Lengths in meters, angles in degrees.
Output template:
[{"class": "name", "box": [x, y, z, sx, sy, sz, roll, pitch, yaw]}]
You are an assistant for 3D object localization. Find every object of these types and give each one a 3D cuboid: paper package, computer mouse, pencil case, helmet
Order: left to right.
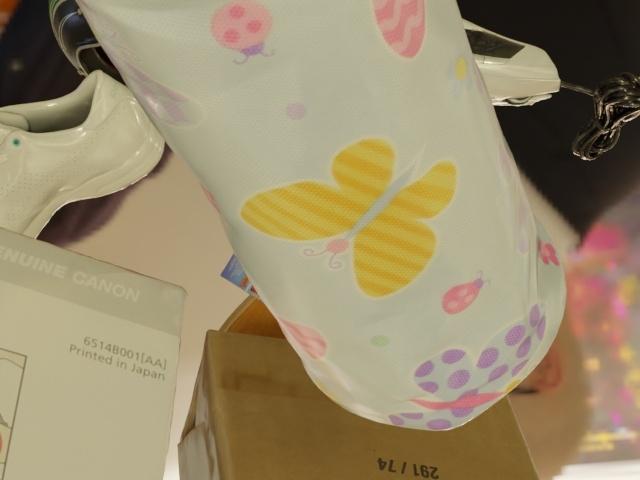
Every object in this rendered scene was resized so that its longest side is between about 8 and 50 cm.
[{"class": "helmet", "box": [-0.203, -0.243, 1.557, 0.169, 0.169, 0.161, -6, 162, -30]}, {"class": "pencil case", "box": [0.001, -0.048, 0.509, 0.113, 0.124, 0.273, -23, 136, 6]}, {"class": "paper package", "box": [0.039, 0.252, 1.456, 0.325, 0.168, 0.309, 7, -147, -15]}, {"class": "computer mouse", "box": [0.118, -0.103, 0.988, 0.193, 0.042, 0.106, 17, 164, -7]}]

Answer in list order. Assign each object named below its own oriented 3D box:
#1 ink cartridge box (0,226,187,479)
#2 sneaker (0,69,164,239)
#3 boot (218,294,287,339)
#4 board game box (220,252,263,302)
[{"class": "ink cartridge box", "box": [-0.202, 0.093, 0.545, 0.296, 0.261, 0.066, 20, 137, -20]}, {"class": "sneaker", "box": [-0.217, -0.046, 1.034, 0.212, 0.080, 0.094, -34, 140, 2]}, {"class": "boot", "box": [0.032, 0.118, 1.664, 0.295, 0.211, 0.104, -34, 159, -40]}, {"class": "board game box", "box": [0.000, 0.000, 1.514, 0.201, 0.136, 0.035, -55, -177, 38]}]
